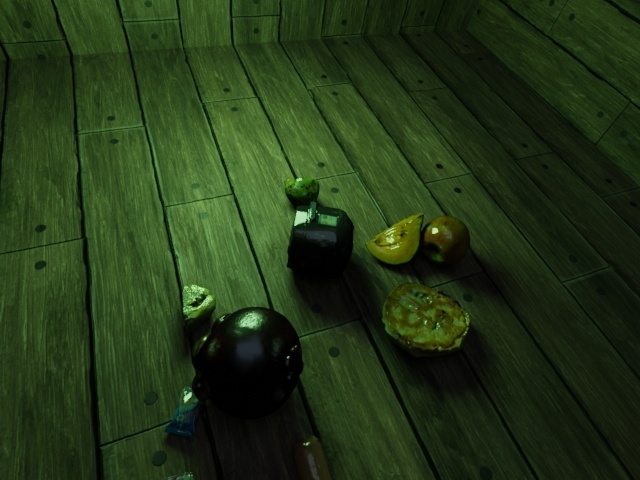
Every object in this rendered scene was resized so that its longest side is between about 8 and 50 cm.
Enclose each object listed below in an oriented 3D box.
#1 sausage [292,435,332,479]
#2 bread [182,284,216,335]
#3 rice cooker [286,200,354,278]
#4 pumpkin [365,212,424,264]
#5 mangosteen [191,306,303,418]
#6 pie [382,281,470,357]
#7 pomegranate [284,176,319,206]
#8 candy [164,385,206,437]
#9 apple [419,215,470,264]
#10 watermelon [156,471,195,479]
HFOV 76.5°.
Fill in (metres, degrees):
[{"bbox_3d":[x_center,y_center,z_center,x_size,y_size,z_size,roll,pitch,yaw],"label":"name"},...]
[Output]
[{"bbox_3d":[0.000,0.665,1.061,0.086,0.086,0.289,-12,55,-17],"label":"sausage"},{"bbox_3d":[-0.398,0.224,1.330,0.110,0.103,0.157,2,57,-22],"label":"bread"},{"bbox_3d":[0.000,0.000,1.465,0.224,0.267,0.267,9,52,-4],"label":"rice cooker"},{"bbox_3d":[0.321,0.006,1.603,0.253,0.130,0.149,-30,87,11],"label":"pumpkin"},{"bbox_3d":[-0.220,0.339,1.163,0.346,0.307,0.307,-1,48,26],"label":"mangosteen"},{"bbox_3d":[0.360,0.275,1.418,0.314,0.092,0.315,5,47,-6],"label":"pie"},{"bbox_3d":[-0.088,-0.201,1.687,0.169,0.123,0.143,8,10,41],"label":"pomegranate"},{"bbox_3d":[-0.377,0.490,1.166,0.088,0.038,0.136,5,44,11],"label":"candy"},{"bbox_3d":[0.485,-0.004,1.577,0.195,0.196,0.196,4,53,-6],"label":"apple"},{"bbox_3d":[-0.367,0.657,1.024,0.187,0.071,0.139,31,47,24],"label":"watermelon"}]
